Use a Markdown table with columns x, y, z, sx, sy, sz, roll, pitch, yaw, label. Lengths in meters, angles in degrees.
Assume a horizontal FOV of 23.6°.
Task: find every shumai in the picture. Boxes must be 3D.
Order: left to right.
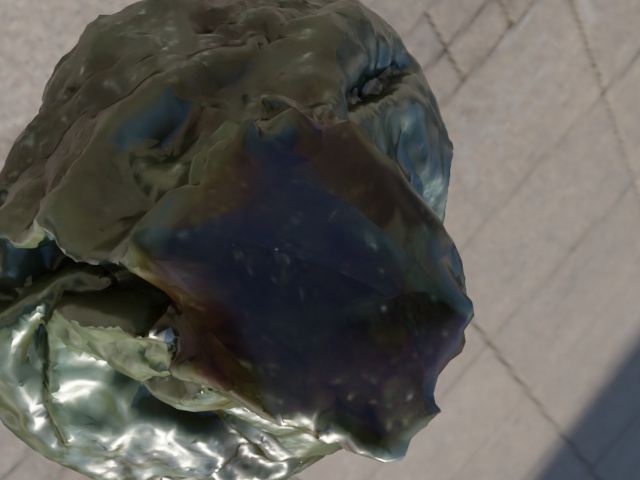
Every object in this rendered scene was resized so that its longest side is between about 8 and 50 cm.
| x | y | z | sx | sy | sz | roll | pitch | yaw | label |
| --- | --- | --- | --- | --- | --- | --- | --- | --- | --- |
| 0.000 | 0.000 | 0.644 | 0.261 | 0.222 | 0.225 | -44 | 122 | -39 | shumai |
